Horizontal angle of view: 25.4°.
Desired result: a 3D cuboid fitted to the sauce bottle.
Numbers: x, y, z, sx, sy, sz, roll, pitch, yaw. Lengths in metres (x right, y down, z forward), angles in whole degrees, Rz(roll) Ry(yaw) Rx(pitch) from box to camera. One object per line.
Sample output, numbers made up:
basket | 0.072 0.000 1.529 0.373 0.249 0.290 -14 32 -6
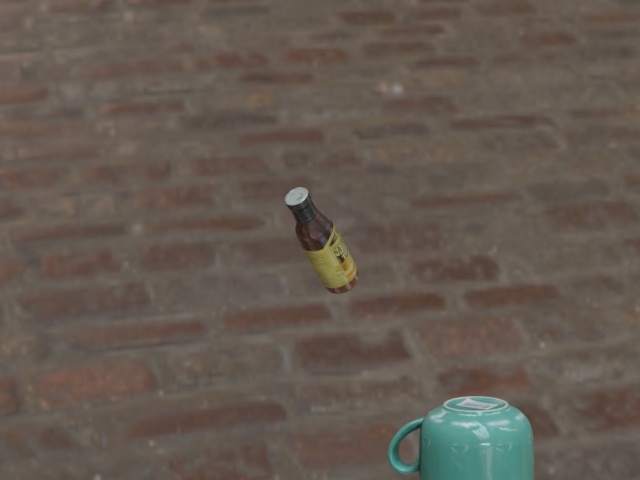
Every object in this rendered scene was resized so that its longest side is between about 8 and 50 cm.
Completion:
sauce bottle | 0.000 0.000 1.451 0.042 0.128 0.042 -16 42 15

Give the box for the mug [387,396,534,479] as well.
mug | 0.163 0.232 1.607 0.158 0.097 0.129 -2 7 -9
